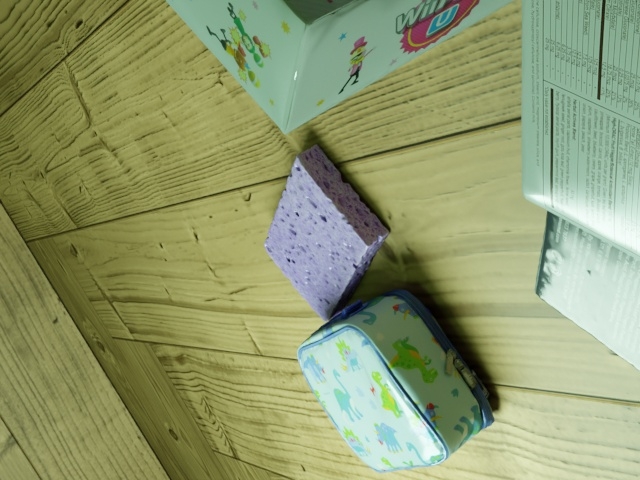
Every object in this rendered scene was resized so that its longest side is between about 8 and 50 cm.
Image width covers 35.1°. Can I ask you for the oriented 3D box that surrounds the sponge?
[{"bbox_3d":[0.000,0.000,1.064,0.117,0.031,0.210,50,155,13],"label":"sponge"}]

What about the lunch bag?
[{"bbox_3d":[0.069,0.144,1.044,0.176,0.090,0.219,54,155,2],"label":"lunch bag"}]

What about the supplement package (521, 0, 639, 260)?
[{"bbox_3d":[0.216,-0.075,0.387,0.203,0.194,0.149,35,149,39],"label":"supplement package"}]

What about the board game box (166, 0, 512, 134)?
[{"bbox_3d":[-0.026,-0.239,0.592,0.303,0.224,0.097,49,153,17],"label":"board game box"}]

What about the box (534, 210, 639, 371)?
[{"bbox_3d":[0.221,0.003,0.517,0.158,0.156,0.093,39,151,32],"label":"box"}]
